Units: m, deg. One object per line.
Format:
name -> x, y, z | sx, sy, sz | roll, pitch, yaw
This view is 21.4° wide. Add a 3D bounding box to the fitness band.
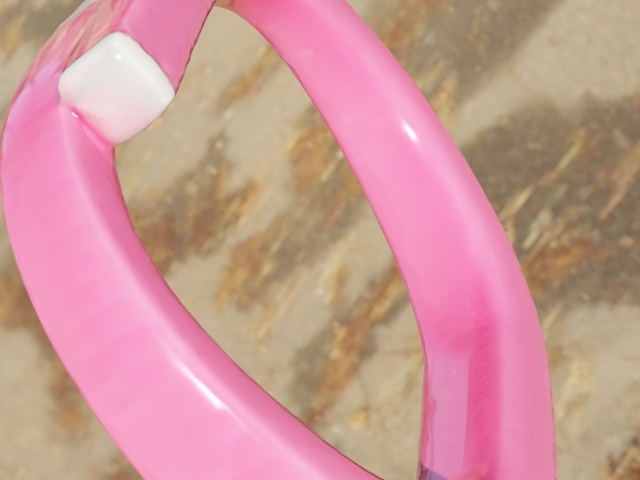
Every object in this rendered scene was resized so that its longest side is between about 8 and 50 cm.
fitness band -> 0.000, 0.000, 0.541 | 0.054, 0.209, 0.291 | -36, 16, 21
